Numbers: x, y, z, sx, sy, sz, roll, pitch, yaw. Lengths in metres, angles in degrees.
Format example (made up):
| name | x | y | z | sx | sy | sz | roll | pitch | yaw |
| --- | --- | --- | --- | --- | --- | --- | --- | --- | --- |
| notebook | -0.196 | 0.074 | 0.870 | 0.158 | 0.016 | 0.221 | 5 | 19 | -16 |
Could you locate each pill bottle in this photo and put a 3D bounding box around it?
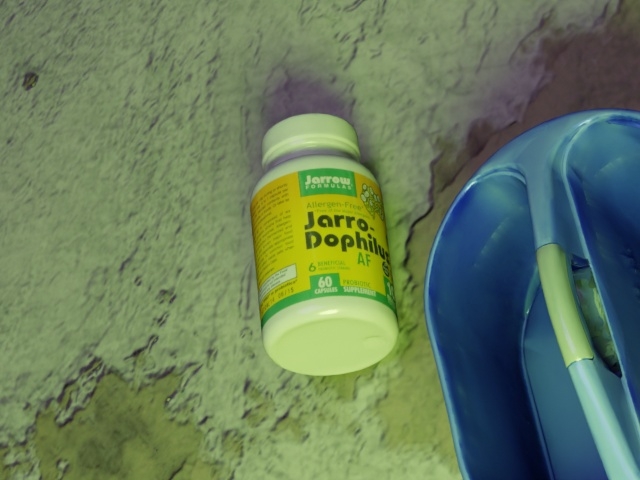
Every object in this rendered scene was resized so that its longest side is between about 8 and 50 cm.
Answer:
| name | x | y | z | sx | sy | sz | roll | pitch | yaw |
| --- | --- | --- | --- | --- | --- | --- | --- | --- | --- |
| pill bottle | 0.000 | 0.000 | 1.620 | 0.117 | 0.117 | 0.208 | -24 | 54 | 27 |

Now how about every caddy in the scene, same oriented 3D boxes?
| name | x | y | z | sx | sy | sz | roll | pitch | yaw |
| --- | --- | --- | --- | --- | --- | --- | --- | --- | --- |
| caddy | 0.204 | 0.071 | 1.307 | 0.241 | 0.179 | 0.341 | -28 | 54 | 24 |

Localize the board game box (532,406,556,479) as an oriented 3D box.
| name | x | y | z | sx | sy | sz | roll | pitch | yaw |
| --- | --- | --- | --- | --- | --- | --- | --- | --- | --- |
| board game box | 0.257 | 0.108 | 1.405 | 0.193 | 0.053 | 0.305 | 0 | 68 | 37 |
